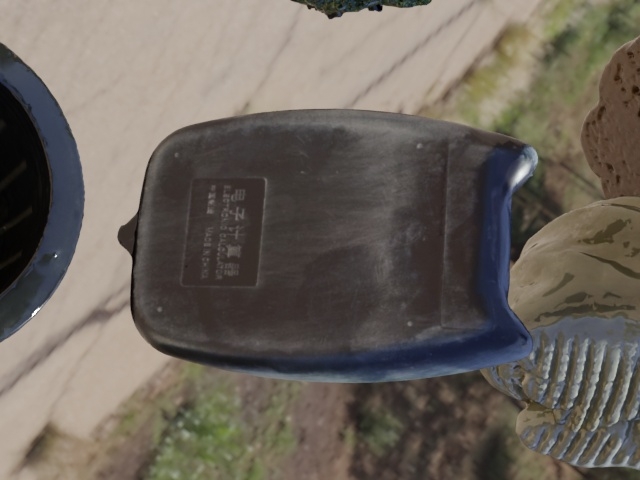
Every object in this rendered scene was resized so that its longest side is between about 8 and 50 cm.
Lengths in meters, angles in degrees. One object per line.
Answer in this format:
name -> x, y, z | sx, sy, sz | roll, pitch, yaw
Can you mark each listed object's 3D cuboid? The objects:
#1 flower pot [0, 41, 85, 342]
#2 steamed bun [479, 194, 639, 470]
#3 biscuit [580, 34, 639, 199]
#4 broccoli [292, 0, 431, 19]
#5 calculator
flower pot -> -0.394, -0.007, 1.087 | 0.293, 0.293, 0.330 | -48, -169, -31
steamed bun -> 0.355, 0.091, 1.411 | 0.342, 0.367, 0.255 | 89, 8, -49
biscuit -> 0.442, -0.099, 1.467 | 0.074, 0.359, 0.381 | -28, 137, -23
broccoli -> 0.025, -0.328, 1.294 | 0.176, 0.226, 0.198 | -11, 109, -25
calculator -> 0.000, 0.000, 0.792 | 0.040, 0.268, 0.177 | 54, 37, -70
